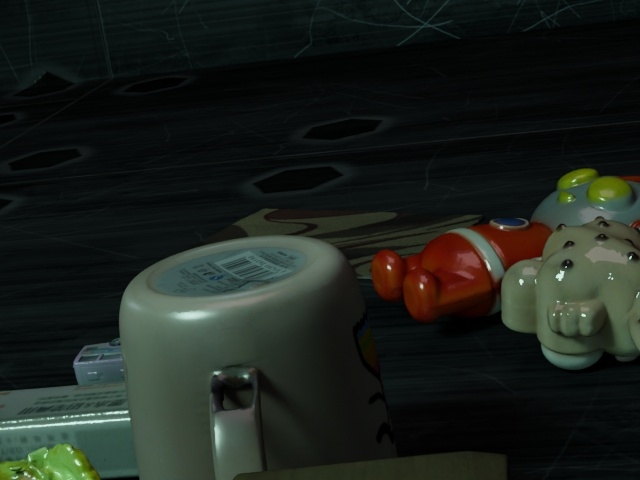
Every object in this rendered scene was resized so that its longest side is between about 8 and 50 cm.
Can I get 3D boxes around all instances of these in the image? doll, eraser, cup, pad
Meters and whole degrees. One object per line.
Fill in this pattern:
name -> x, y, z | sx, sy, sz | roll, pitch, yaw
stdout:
doll -> 0.222, 0.000, 1.525 | 0.336, 0.105, 0.200 | -16, 18, -18
doll -> 0.275, 0.065, 1.296 | 0.154, 0.119, 0.278 | -19, 29, -27
eraser -> -0.246, 0.164, 1.319 | 0.352, 0.061, 0.089 | -5, 16, 13
cup -> -0.048, 0.121, 1.106 | 0.191, 0.200, 0.253 | -8, 17, 5
pad -> 0.000, 0.000, 1.825 | 0.330, 0.004, 0.220 | 2, 20, 35

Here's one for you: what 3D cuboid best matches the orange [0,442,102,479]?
orange -> -0.220, 0.230, 0.908 | 0.179, 0.158, 0.237 | 9, 25, 38

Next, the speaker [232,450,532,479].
speaker -> 0.026, 0.226, 0.800 | 0.192, 0.153, 0.231 | -8, 17, 9

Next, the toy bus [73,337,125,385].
toy bus -> -0.167, 0.115, 1.479 | 0.131, 0.037, 0.052 | -6, 19, 15
